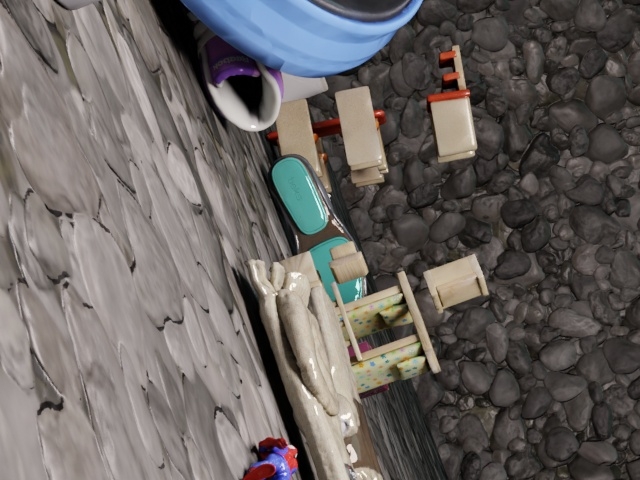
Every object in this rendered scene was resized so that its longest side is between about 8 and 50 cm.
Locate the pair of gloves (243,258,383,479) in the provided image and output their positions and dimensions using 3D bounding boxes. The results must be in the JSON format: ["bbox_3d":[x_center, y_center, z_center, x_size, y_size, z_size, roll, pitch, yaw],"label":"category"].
[{"bbox_3d":[0.001,0.124,1.109,0.240,0.042,0.204,51,22,-72],"label":"pair of gloves"}]

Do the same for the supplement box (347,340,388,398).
[{"bbox_3d":[0.045,0.147,1.580,0.083,0.043,0.055,47,24,-78],"label":"supplement box"}]

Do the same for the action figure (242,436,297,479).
[{"bbox_3d":[-0.024,0.134,0.818,0.115,0.030,0.038,-63,127,-87],"label":"action figure"}]

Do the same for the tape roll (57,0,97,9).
[{"bbox_3d":[-0.145,-0.240,0.766,0.219,0.072,0.219,-20,90,-86],"label":"tape roll"}]

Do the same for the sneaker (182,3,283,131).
[{"bbox_3d":[-0.090,-0.228,1.283,0.161,0.102,0.282,-101,170,-53],"label":"sneaker"}]

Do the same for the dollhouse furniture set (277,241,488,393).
[{"bbox_3d":[0.072,0.066,1.348,0.161,0.182,0.101,64,7,-57],"label":"dollhouse furniture set"}]

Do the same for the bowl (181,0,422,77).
[{"bbox_3d":[-0.041,-0.336,1.240,0.391,0.077,0.391,29,49,-39],"label":"bowl"}]

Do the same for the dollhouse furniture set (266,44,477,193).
[{"bbox_3d":[0.061,-0.152,1.789,0.262,0.259,0.135,43,36,-85],"label":"dollhouse furniture set"}]

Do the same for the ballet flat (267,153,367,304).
[{"bbox_3d":[0.000,0.000,1.555,0.074,0.074,0.203,25,42,-84],"label":"ballet flat"}]

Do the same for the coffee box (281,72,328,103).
[{"bbox_3d":[-0.075,-0.290,1.782,0.246,0.098,0.141,-106,174,-51],"label":"coffee box"}]
